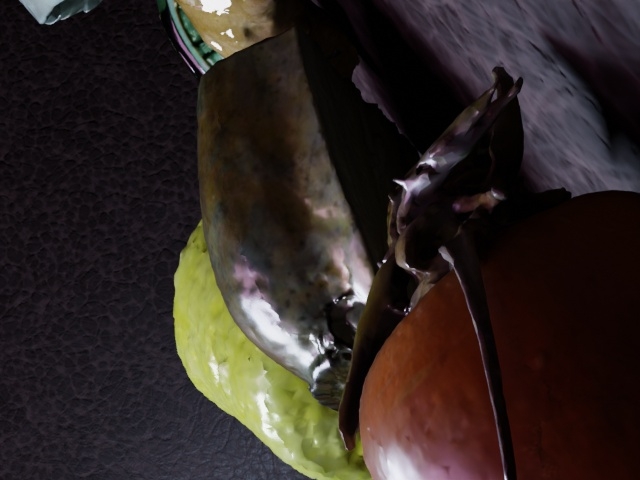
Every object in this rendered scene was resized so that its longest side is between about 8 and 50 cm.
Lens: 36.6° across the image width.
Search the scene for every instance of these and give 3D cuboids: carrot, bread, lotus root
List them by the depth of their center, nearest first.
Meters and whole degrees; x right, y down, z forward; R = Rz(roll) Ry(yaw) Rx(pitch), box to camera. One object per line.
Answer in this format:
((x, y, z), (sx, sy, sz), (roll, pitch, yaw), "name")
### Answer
((0.119, 0.086, 0.414), (0.214, 0.193, 0.331), (-4, -131, -41), "carrot")
((0.007, 0.015, 0.779), (0.267, 0.149, 0.260), (31, -136, -60), "lotus root")
((0.019, 0.101, 1.118), (0.348, 0.348, 0.308), (54, 173, -30), "bread")

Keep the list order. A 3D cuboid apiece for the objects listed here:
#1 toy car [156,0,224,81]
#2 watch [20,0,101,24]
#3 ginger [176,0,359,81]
((-0.082, -0.206, 1.029), (0.306, 0.125, 0.136), (55, 177, -16), "toy car")
((-0.314, -0.395, 1.339), (0.161, 0.241, 0.253), (52, 178, -10), "watch")
((-0.114, -0.269, 0.756), (0.363, 0.122, 0.348), (41, 165, 22), "ginger")
